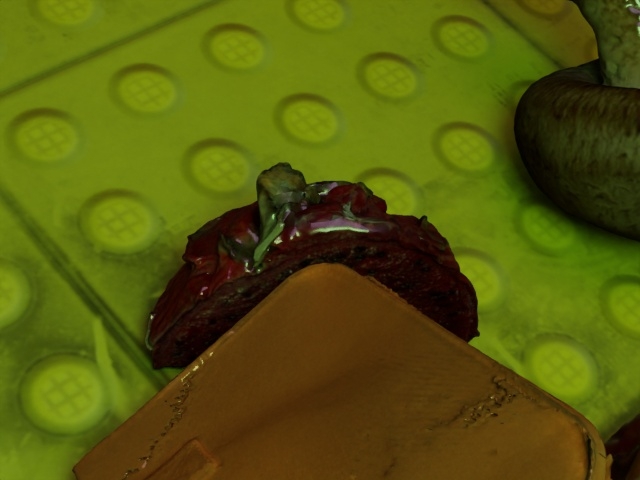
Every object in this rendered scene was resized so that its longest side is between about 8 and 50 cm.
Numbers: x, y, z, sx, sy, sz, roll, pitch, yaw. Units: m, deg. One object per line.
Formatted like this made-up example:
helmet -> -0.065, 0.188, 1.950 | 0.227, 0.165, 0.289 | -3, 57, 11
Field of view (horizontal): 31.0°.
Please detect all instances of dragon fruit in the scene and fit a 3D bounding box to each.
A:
dragon fruit -> 0.000, 0.000, 1.056 | 0.317, 0.205, 0.152 | 0, 53, -15

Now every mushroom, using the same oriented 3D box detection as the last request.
mushroom -> 0.372, -0.174, 1.218 | 0.331, 0.356, 0.334 | 6, 5, -43

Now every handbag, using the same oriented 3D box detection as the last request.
handbag -> 0.008, 0.188, 0.794 | 0.303, 0.116, 0.410 | -40, 28, -9

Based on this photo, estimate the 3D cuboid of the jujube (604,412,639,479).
jujube -> 0.392, 0.265, 0.972 | 0.342, 0.216, 0.216 | 30, 51, -9
